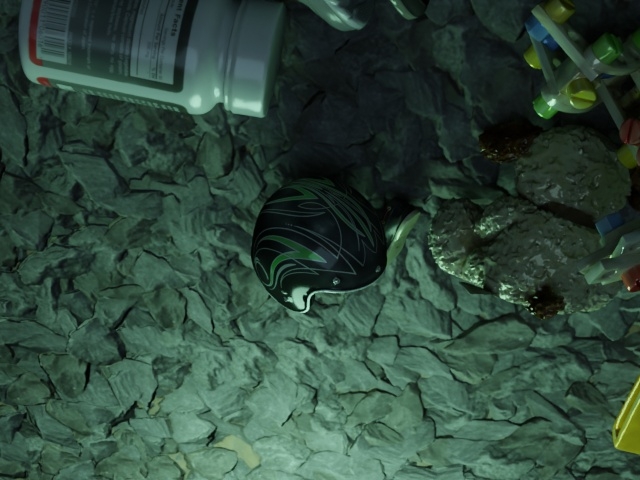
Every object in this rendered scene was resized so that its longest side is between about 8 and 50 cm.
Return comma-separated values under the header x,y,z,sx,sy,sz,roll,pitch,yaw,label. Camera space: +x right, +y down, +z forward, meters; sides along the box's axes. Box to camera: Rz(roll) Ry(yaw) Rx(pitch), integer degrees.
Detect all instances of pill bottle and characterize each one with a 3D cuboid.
x,y,z,sx,sy,sz,roll,pitch,yaw,label
-0.190,-0.237,1.326,0.283,0.161,0.161,11,125,2,pill bottle

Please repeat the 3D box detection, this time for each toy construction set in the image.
x,y,z,sx,sy,sz,roll,pitch,yaw,label
0.342,-0.108,1.250,0.215,0.328,0.151,2,160,-41,toy construction set

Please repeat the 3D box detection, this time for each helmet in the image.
x,y,z,sx,sy,sz,roll,pitch,yaw,label
0.000,0.000,1.450,0.169,0.169,0.161,33,142,-12,helmet

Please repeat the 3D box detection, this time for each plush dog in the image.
x,y,z,sx,sy,sz,roll,pitch,yaw,label
0.283,-0.031,1.382,0.262,0.210,0.225,17,99,-3,plush dog

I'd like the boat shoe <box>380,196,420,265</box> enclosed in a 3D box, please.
x,y,z,sx,sy,sz,roll,pitch,yaw,label
0.088,-0.003,1.508,0.042,0.049,0.133,40,134,17,boat shoe

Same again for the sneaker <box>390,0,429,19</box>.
x,y,z,sx,sy,sz,roll,pitch,yaw,label
0.112,-0.352,1.238,0.118,0.083,0.222,-10,120,16,sneaker

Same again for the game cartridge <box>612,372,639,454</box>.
x,y,z,sx,sy,sz,roll,pitch,yaw,label
0.603,0.212,1.558,0.323,0.053,0.285,14,125,-2,game cartridge

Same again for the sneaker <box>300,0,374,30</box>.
x,y,z,sx,sy,sz,roll,pitch,yaw,label
-0.057,-0.336,1.289,0.281,0.105,0.115,42,138,-12,sneaker
